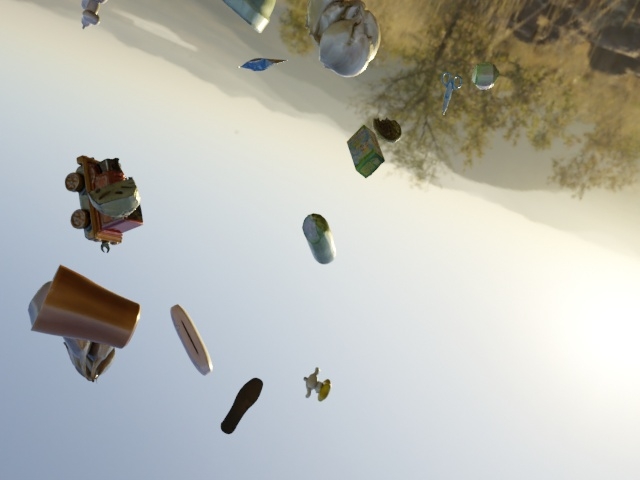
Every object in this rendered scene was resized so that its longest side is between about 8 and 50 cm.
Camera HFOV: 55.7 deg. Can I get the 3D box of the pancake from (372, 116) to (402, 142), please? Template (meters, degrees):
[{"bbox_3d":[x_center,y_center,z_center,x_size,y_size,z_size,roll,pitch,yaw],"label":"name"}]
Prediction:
[{"bbox_3d":[0.265,-0.437,2.393,0.129,0.022,0.116,-11,-110,-29],"label":"pancake"}]

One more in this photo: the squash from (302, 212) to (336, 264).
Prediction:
[{"bbox_3d":[0.000,0.000,1.499,0.069,0.069,0.239,25,161,18],"label":"squash"}]

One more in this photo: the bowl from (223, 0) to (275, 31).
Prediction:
[{"bbox_3d":[-0.255,-0.787,1.822,0.307,0.163,0.307,39,-165,-12],"label":"bowl"}]

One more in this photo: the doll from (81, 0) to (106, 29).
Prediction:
[{"bbox_3d":[-0.743,-0.769,1.977,0.059,0.161,0.160,20,175,-35],"label":"doll"}]

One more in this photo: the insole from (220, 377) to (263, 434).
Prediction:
[{"bbox_3d":[-0.170,0.357,1.310,0.045,0.135,0.002,33,167,-1],"label":"insole"}]

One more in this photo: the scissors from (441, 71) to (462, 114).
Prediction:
[{"bbox_3d":[0.342,-0.391,1.619,0.058,0.119,0.014,24,-135,20],"label":"scissors"}]

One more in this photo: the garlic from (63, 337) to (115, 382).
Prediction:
[{"bbox_3d":[-0.756,0.312,1.914,0.210,0.238,0.291,10,-166,-47],"label":"garlic"}]

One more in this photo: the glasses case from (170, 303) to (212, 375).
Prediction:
[{"bbox_3d":[-0.497,0.381,2.323,0.297,0.075,0.113,59,165,13],"label":"glasses case"}]

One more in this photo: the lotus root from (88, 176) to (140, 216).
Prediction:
[{"bbox_3d":[-0.607,-0.113,1.838,0.070,0.143,0.144,61,172,25],"label":"lotus root"}]

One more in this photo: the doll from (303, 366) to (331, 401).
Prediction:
[{"bbox_3d":[-0.015,0.543,2.250,0.113,0.071,0.135,48,-139,11],"label":"doll"}]

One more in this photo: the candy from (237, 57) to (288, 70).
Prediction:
[{"bbox_3d":[-0.173,-0.529,1.814,0.136,0.038,0.088,-1,-162,15],"label":"candy"}]

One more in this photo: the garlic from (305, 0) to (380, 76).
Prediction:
[{"bbox_3d":[0.081,-0.617,1.765,0.184,0.203,0.281,0,-118,-25],"label":"garlic"}]

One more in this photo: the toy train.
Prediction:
[{"bbox_3d":[-0.785,-0.140,2.220,0.231,0.370,0.163,-17,168,16],"label":"toy train"}]

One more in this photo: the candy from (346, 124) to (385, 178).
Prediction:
[{"bbox_3d":[0.156,-0.311,2.116,0.062,0.097,0.195,31,-152,-30],"label":"candy"}]

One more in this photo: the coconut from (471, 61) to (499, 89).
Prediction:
[{"bbox_3d":[0.488,-0.489,1.789,0.081,0.083,0.082,-5,-146,2],"label":"coconut"}]

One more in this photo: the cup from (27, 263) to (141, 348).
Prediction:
[{"bbox_3d":[-0.631,0.184,1.620,0.263,0.183,0.226,25,175,-22],"label":"cup"}]
